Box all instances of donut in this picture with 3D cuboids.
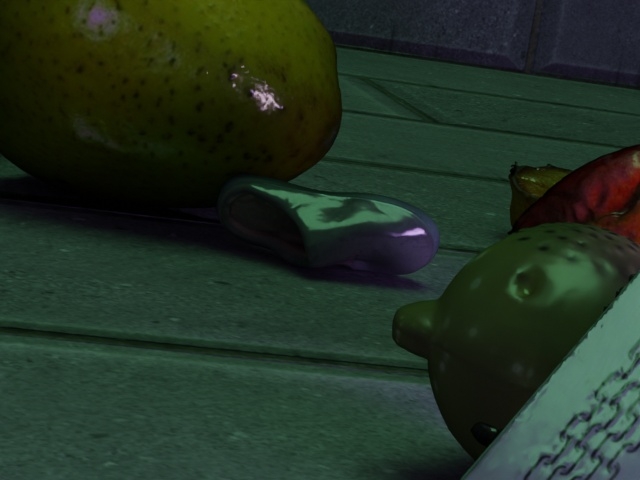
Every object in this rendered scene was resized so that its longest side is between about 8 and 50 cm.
[{"bbox_3d":[0.258,-0.021,1.871,0.146,0.078,0.181,-2,23,-41],"label":"donut"}]

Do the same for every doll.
[{"bbox_3d":[0.176,0.085,1.060,0.177,0.162,0.260,-3,19,-42],"label":"doll"}]

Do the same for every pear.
[{"bbox_3d":[-0.132,-0.139,1.701,0.318,0.239,0.342,20,-23,15],"label":"pear"}]

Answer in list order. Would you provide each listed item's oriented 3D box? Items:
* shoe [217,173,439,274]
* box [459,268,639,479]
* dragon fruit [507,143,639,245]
[{"bbox_3d":[0.000,0.000,1.600,0.195,0.079,0.078,16,43,7],"label":"shoe"},{"bbox_3d":[0.211,0.083,0.897,0.211,0.045,0.270,31,63,24],"label":"box"},{"bbox_3d":[0.235,0.056,1.241,0.223,0.218,0.148,-9,41,-2],"label":"dragon fruit"}]
